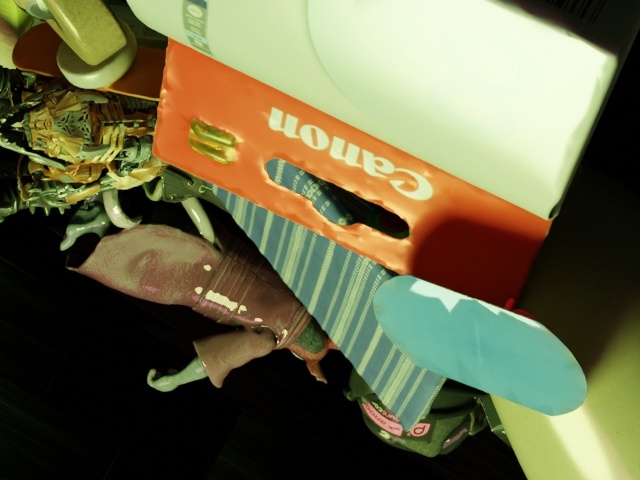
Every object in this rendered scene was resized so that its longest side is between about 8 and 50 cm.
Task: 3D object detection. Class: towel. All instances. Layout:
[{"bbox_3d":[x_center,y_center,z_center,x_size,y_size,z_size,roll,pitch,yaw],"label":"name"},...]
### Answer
[{"bbox_3d":[0.000,0.000,1.586,0.336,0.040,0.243,51,164,13],"label":"towel"}]

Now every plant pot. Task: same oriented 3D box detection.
[{"bbox_3d":[0.221,0.072,1.441,0.274,0.256,0.256,51,159,-22],"label":"plant pot"}]

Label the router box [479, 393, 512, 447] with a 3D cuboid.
[{"bbox_3d":[0.264,0.153,1.790,0.133,0.179,0.046,42,-157,-46],"label":"router box"}]

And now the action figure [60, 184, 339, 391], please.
[{"bbox_3d":[-0.110,0.030,2.167,0.370,0.248,0.276,31,141,-8],"label":"action figure"}]

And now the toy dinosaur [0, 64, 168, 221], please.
[{"bbox_3d":[-0.198,-0.083,1.572,0.218,0.164,0.322,-5,161,18],"label":"toy dinosaur"}]

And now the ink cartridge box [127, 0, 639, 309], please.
[{"bbox_3d":[0.018,-0.088,1.205,0.308,0.091,0.385,26,144,8],"label":"ink cartridge box"}]

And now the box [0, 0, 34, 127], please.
[{"bbox_3d":[-0.296,-0.196,1.688,0.087,0.058,0.232,26,151,9],"label":"box"}]

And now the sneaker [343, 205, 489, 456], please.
[{"bbox_3d":[0.122,0.108,1.813,0.185,0.202,0.483,23,167,19],"label":"sneaker"}]

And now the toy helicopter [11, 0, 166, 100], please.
[{"bbox_3d":[-0.217,-0.209,1.419,0.235,0.140,0.355,51,175,-23],"label":"toy helicopter"}]

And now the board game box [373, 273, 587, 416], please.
[{"bbox_3d":[0.120,0.064,1.332,0.168,0.033,0.133,19,151,20],"label":"board game box"}]

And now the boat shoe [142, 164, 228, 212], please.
[{"bbox_3d":[-0.167,-0.076,1.992,0.223,0.073,0.080,35,166,-26],"label":"boat shoe"}]

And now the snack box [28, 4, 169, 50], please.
[{"bbox_3d":[-0.173,-0.168,1.634,0.141,0.037,0.100,7,155,23],"label":"snack box"}]

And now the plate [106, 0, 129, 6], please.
[{"bbox_3d":[-0.205,-0.194,1.718,0.188,0.024,0.188,28,167,7],"label":"plate"}]
